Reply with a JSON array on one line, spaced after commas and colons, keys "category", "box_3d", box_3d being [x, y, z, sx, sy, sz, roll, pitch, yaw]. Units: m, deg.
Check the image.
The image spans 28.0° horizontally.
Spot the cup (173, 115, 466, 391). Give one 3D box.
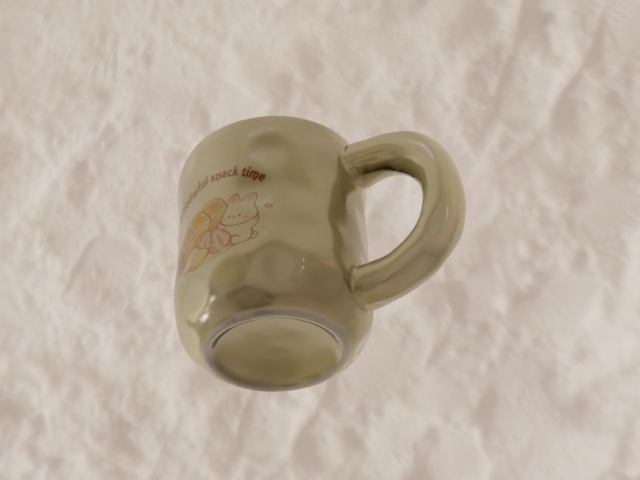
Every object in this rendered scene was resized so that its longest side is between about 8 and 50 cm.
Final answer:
[{"category": "cup", "box_3d": [-0.001, 0.012, 1.133, 0.255, 0.202, 0.173, -5, 143, 2]}]
